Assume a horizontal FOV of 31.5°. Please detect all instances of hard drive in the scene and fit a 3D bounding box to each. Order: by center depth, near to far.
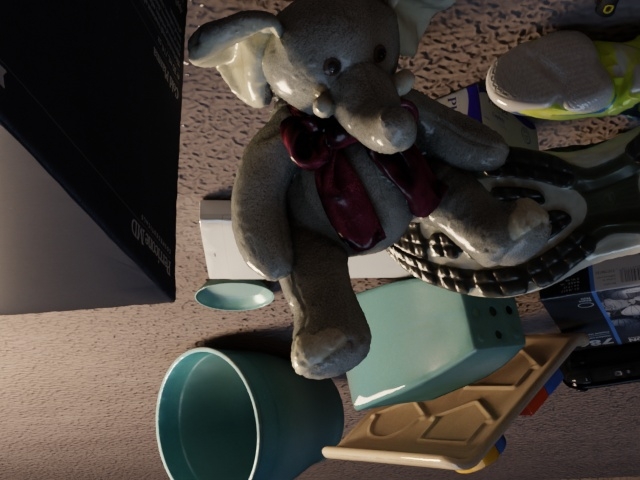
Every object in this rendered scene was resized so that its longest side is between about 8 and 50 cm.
[{"bbox_3d":[0.000,0.000,1.508,0.307,0.040,0.203,0,157,-2],"label":"hard drive"}]

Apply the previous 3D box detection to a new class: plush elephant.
[{"bbox_3d":[0.030,-0.102,0.990,0.272,0.330,0.255,-24,149,-11],"label":"plush elephant"}]

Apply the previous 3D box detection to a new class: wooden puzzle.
[{"bbox_3d":[0.216,0.260,1.763,0.348,0.080,0.322,-36,-164,-33],"label":"wooden puzzle"}]

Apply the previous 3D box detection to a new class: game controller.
[{"bbox_3d":[0.554,0.190,1.870,0.319,0.067,0.166,-9,-179,6],"label":"game controller"}]

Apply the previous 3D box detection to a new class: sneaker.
[{"bbox_3d":[0.286,-0.146,1.118,0.240,0.091,0.126,-6,157,8],"label":"sneaker"},{"bbox_3d":[0.265,-0.037,1.164,0.410,0.158,0.182,-8,-179,16],"label":"sneaker"}]

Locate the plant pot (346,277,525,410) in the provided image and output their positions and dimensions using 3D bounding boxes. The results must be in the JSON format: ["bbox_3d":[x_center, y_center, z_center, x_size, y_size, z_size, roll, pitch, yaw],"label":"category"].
[{"bbox_3d":[0.165,0.129,1.617,0.165,0.166,0.234,-1,162,-39],"label":"plant pot"}]

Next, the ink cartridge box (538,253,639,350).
[{"bbox_3d":[0.450,0.106,1.757,0.165,0.065,0.332,-11,156,20],"label":"ink cartridge box"}]

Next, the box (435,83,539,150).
[{"bbox_3d":[0.152,-0.097,1.249,0.137,0.072,0.126,-20,152,35],"label":"box"}]

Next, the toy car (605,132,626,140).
[{"bbox_3d":[0.430,-0.085,1.319,0.225,0.053,0.239,-14,155,26],"label":"toy car"}]

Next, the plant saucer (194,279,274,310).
[{"bbox_3d":[-0.129,0.076,1.700,0.119,0.021,0.119,-2,156,-1],"label":"plant saucer"}]

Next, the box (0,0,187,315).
[{"bbox_3d":[-0.229,-0.148,0.800,0.179,0.313,0.343,-6,156,10],"label":"box"}]

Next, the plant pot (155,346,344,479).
[{"bbox_3d":[-0.106,0.315,1.993,0.255,0.272,0.271,0,163,-45],"label":"plant pot"}]

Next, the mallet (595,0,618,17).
[{"bbox_3d":[0.276,-0.244,0.965,0.062,0.039,0.190,0,161,6],"label":"mallet"}]
